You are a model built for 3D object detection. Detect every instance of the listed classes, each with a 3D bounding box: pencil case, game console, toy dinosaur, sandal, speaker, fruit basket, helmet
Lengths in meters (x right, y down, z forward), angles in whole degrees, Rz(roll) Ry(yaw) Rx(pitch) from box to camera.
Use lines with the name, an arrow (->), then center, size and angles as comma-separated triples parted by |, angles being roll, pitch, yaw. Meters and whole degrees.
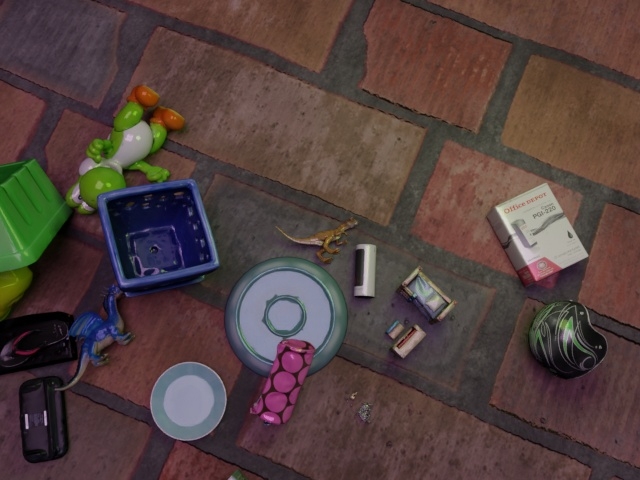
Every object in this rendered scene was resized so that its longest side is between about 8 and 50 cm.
pencil case -> -0.089, 0.333, 1.469 | 0.098, 0.095, 0.209 | 20, 96, -7
game console -> -0.707, 0.362, 1.522 | 0.213, 0.044, 0.361 | -10, 76, -2
toy dinosaur -> 0.000, 0.000, 1.601 | 0.211, 0.064, 0.112 | -14, 59, -12
sandal -> -0.706, 0.248, 1.505 | 0.179, 0.040, 0.067 | -27, 78, -6
speaker -> 0.115, 0.080, 1.576 | 0.055, 0.055, 0.136 | 3, 78, 1
fruit basket -> -0.764, 0.028, 1.480 | 0.283, 0.392, 0.392 | -12, 78, -2
helmet -> 0.586, 0.233, 1.487 | 0.169, 0.169, 0.161 | -42, 97, -8

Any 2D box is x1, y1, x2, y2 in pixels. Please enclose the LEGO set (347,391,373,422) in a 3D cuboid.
LEGO set -> 0.100, 0.415, 1.517 | 0.083, 0.023, 0.054 | 36, 80, 7

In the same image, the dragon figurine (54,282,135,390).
dragon figurine -> -0.561, 0.231, 1.517 | 0.144, 0.085, 0.289 | 42, 70, 8

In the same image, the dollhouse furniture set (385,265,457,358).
dollhouse furniture set -> 0.219, 0.179, 1.515 | 0.129, 0.129, 0.184 | 44, 81, 9

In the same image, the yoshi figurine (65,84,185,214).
yoshi figurine -> -0.501, -0.210, 1.576 | 0.203, 0.203, 0.362 | 35, 83, 1

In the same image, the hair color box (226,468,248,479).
hair color box -> -0.128, 0.731, 1.402 | 0.374, 0.113, 0.185 | 42, 81, 9

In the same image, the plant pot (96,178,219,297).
plant pot -> -0.396, 0.006, 1.496 | 0.236, 0.212, 0.236 | -13, 77, -20

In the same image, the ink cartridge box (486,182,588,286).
ink cartridge box -> 0.552, -0.015, 1.578 | 0.158, 0.092, 0.218 | -25, 77, -5

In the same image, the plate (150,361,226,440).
plate -> -0.325, 0.396, 1.523 | 0.188, 0.024, 0.188 | 0, 77, -1

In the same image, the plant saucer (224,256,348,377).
plant saucer -> -0.088, 0.193, 1.559 | 0.317, 0.044, 0.317 | 0, 77, -1
